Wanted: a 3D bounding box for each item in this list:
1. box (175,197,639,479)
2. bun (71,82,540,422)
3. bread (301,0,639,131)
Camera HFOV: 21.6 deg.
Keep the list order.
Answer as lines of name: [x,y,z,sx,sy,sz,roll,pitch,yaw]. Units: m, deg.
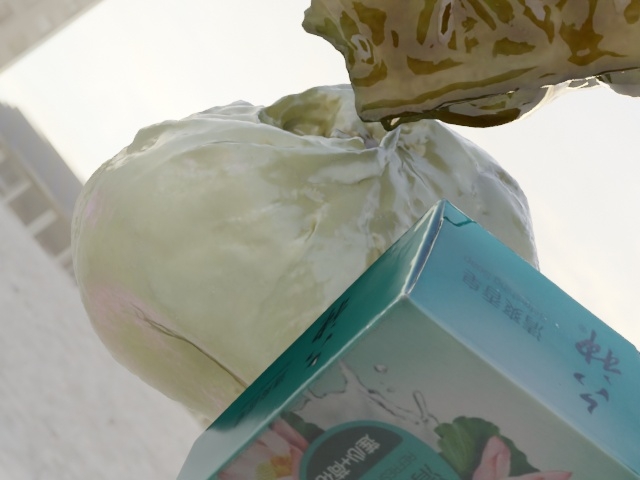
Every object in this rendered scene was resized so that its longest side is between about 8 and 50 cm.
box: [0.040,0.115,0.873,0.153,0.092,0.245,36,-54,-9]
bun: [0.000,0.000,1.225,0.361,0.361,0.213,46,-47,28]
bread: [0.133,-0.177,1.078,0.238,0.252,0.196,15,62,-69]
